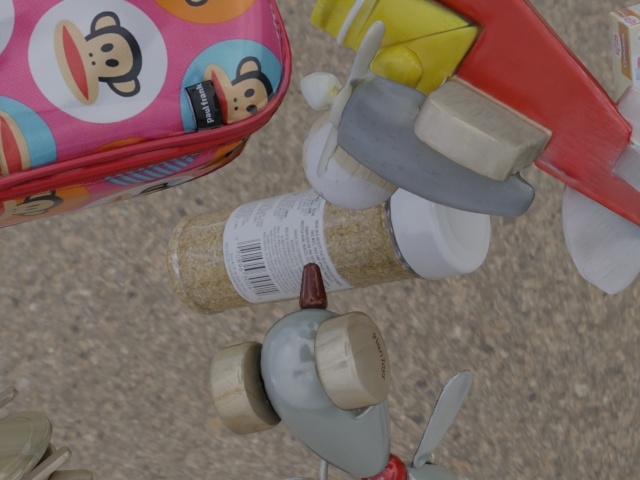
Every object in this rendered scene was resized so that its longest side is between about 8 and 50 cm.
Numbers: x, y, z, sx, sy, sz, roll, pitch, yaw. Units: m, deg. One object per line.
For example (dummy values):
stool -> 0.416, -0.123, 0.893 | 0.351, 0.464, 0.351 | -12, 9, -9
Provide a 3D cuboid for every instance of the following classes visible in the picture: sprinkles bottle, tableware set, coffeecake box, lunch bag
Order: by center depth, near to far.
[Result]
lunch bag -> -0.173, -0.153, 0.588 | 0.258, 0.120, 0.293 | -17, 84, -22
tableware set -> -0.224, 0.170, 0.650 | 0.194, 0.039, 0.128 | -39, 25, -16
sprinkles bottle -> 0.000, 0.000, 1.240 | 0.355, 0.121, 0.121 | -11, 68, 35
coffeecake box -> 0.502, -0.264, 1.609 | 0.185, 0.142, 0.068 | -17, 31, -5

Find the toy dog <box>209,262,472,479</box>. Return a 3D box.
toy dog -> 0.032, 0.147, 1.111 | 0.220, 0.334, 0.161 | 0, 53, 12

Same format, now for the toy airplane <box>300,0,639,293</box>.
toy airplane -> 0.116, -0.105, 0.917 | 0.272, 0.386, 0.384 | -38, 48, 15
